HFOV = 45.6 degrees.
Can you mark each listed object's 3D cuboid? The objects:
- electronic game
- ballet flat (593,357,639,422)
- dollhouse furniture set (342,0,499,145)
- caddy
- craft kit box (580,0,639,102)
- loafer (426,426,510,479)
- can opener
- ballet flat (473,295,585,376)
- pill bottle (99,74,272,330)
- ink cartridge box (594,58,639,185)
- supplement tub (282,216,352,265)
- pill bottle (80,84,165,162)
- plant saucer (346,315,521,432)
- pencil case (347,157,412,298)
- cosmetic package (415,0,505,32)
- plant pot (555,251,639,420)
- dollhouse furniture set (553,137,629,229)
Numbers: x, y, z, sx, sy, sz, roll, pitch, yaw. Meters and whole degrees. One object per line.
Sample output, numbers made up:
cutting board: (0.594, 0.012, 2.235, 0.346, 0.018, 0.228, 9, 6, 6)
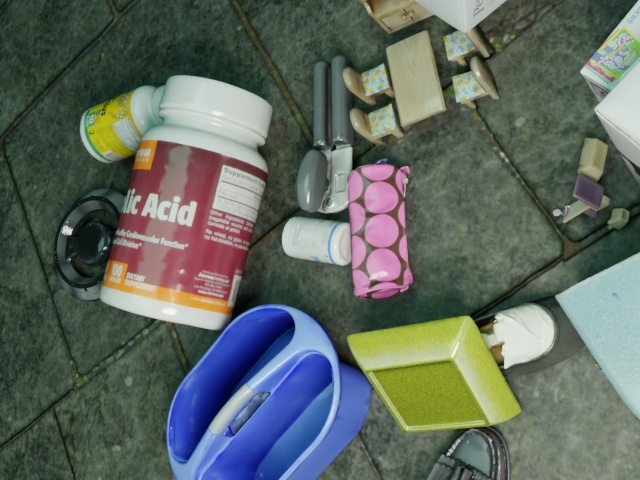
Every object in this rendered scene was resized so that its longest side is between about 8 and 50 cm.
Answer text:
electronic game: (-0.448, 0.007, 1.521, 0.229, 0.048, 0.229, -7, 75, 28)
ballet flat: (0.403, 0.158, 0.948, 0.240, 0.077, 0.091, 66, 147, 21)
dollhouse furniture set: (0.127, -0.303, 1.172, 0.212, 0.161, 0.241, -19, 69, 27)
caddy: (-0.090, 0.257, 1.164, 0.341, 0.179, 0.241, -50, 59, 12)
craft kit box: (0.442, -0.242, 0.914, 0.061, 0.247, 0.249, 45, 102, 30)
loafer: (0.169, 0.394, 1.020, 0.109, 0.095, 0.302, 21, 90, 33)
can opener: (0.015, -0.178, 1.261, 0.074, 0.093, 0.280, -8, 70, 31)
ballet flat: (0.234, 0.144, 1.039, 0.281, 0.096, 0.095, -23, 68, 25)
pill bottle: (-0.217, -0.062, 1.290, 0.224, 0.224, 0.391, 10, 84, 33)
ink cartridge box: (0.455, -0.143, 0.844, 0.223, 0.307, 0.129, -49, 59, 13)
supplement tub: (0.000, 0.000, 1.233, 0.107, 0.071, 0.070, 8, 83, 34)
pill bottle: (-0.354, -0.232, 1.479, 0.209, 0.118, 0.117, -14, 72, 29)
plant saucer: (0.148, 0.196, 1.029, 0.189, 0.188, 0.045, -14, 32, 32)
pencil case: (0.093, -0.015, 1.172, 0.098, 0.095, 0.209, -3, 78, 3)
cosmetic package: (0.291, -0.515, 0.995, 0.453, 0.230, 0.161, -40, 58, -7)
plant pot: (0.457, 0.107, 0.801, 0.248, 0.247, 0.252, -38, 68, 44)
dollhouse furniture set: (0.374, -0.073, 1.057, 0.081, 0.091, 0.114, -45, 22, 62)
